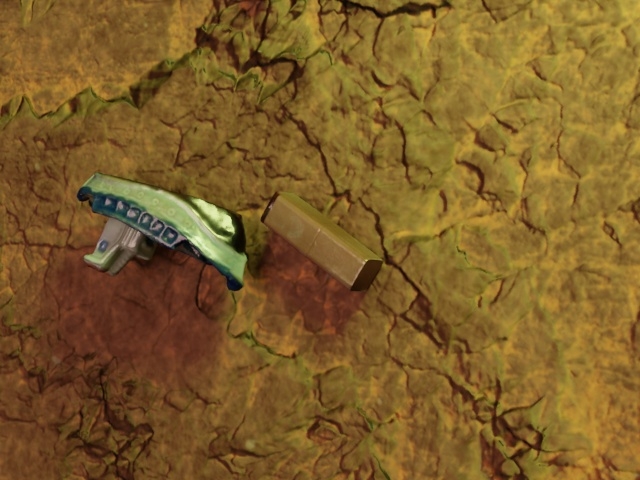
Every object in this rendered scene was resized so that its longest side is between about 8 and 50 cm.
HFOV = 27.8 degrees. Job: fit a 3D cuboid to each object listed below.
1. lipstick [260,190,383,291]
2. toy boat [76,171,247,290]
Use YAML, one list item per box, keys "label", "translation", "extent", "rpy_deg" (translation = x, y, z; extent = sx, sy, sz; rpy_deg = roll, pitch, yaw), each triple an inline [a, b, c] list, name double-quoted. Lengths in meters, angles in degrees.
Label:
- label: "lipstick"
  translation: [0.000, 0.000, 1.466]
  extent: [0.145, 0.045, 0.045]
  rpy_deg: [37, 104, 27]
- label: "toy boat"
  translation: [-0.196, -0.001, 1.539]
  extent: [0.262, 0.114, 0.115]
  rpy_deg: [15, 83, 27]
